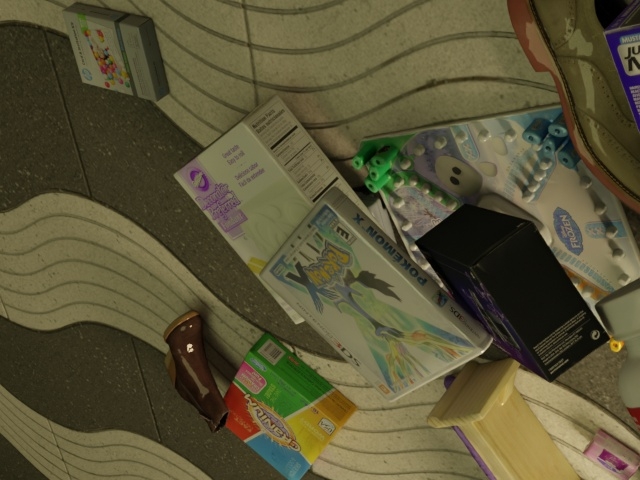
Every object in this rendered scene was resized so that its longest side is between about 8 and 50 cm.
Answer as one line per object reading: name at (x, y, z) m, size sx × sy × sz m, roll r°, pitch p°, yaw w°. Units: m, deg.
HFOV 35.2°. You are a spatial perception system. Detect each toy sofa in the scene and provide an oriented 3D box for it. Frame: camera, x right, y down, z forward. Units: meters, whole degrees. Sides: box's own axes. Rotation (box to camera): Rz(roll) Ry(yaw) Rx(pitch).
toy sofa at (0.328, 0.383, 1.693) m, size 0.177 × 0.150 × 0.362 m, roll -22°, pitch 108°, yaw 49°

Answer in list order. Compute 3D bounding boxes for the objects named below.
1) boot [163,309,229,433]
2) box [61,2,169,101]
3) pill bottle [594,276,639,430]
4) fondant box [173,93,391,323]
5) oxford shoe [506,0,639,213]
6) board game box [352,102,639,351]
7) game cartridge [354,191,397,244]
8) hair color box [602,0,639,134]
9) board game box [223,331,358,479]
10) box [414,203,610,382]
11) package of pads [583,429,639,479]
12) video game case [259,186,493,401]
boot at (-0.248, 0.278, 2.133) m, size 0.207 × 0.090 × 0.248 m, roll 50°, pitch 147°, yaw 20°
box at (-0.358, -0.330, 1.760) m, size 0.186 × 0.038 × 0.145 m, roll 19°, pitch 135°, yaw 31°
pill bottle at (0.514, 0.218, 1.234) m, size 0.229 × 0.229 × 0.407 m, roll -37°, pitch 80°, yaw 52°
fondant box at (-0.054, -0.040, 1.617) m, size 0.330 × 0.096 × 0.238 m, roll 52°, pitch 142°, yaw -8°
oxford shoe at (0.357, -0.175, 1.182) m, size 0.130 × 0.123 × 0.348 m, roll -24°, pitch 108°, yaw 45°
board game box at (0.266, 0.004, 1.483) m, size 0.390 × 0.050 × 0.390 m, roll -5°, pitch 121°, yaw 44°
game cartridge at (0.000, 0.000, 1.724) m, size 0.294 × 0.060 × 0.196 m, roll 8°, pitch 133°, yaw 38°
hair color box at (0.440, -0.124, 1.096) m, size 0.110 × 0.185 × 0.339 m, roll -2°, pitch 122°, yaw 45°
board game box at (-0.081, 0.359, 2.114) m, size 0.242 × 0.064 × 0.316 m, roll 39°, pitch 142°, yaw 8°
box at (0.243, 0.060, 1.331) m, size 0.184 × 0.103 × 0.261 m, roll 57°, pitch 176°, yaw -11°
package of pads at (0.470, 0.347, 1.624) m, size 0.083 × 0.032 × 0.050 m, roll 33°, pitch 142°, yaw 15°
video game case at (0.065, 0.094, 1.484) m, size 0.300 × 0.036 × 0.329 m, roll 44°, pitch 151°, yaw 1°
